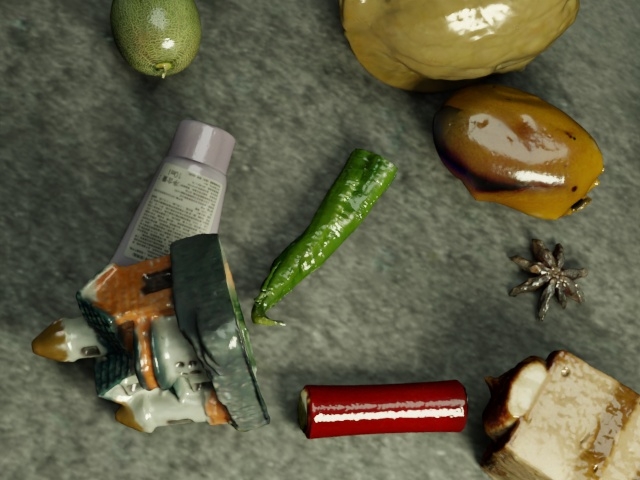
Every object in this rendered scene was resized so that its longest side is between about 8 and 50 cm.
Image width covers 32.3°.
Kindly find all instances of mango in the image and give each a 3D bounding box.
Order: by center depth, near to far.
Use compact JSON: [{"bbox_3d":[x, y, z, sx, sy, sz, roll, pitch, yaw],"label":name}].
[{"bbox_3d":[0.309,-0.142,1.746,0.287,0.152,0.201,20,79,-1],"label":"mango"}]

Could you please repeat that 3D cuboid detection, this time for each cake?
[{"bbox_3d":[0.345,0.288,1.568,0.293,0.198,0.196,32,71,6],"label":"cake"}]

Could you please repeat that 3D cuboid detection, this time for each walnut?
[{"bbox_3d":[0.218,-0.412,1.748,0.384,0.383,0.383,4,68,-11],"label":"walnut"}]

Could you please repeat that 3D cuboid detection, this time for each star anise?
[{"bbox_3d":[0.360,0.056,1.739,0.141,0.042,0.141,5,67,-11],"label":"star anise"}]

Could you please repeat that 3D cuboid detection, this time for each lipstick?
[{"bbox_3d":[0.090,0.242,1.586,0.241,0.080,0.080,-1,69,-13],"label":"lipstick"}]

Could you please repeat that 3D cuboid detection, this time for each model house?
[{"bbox_3d":[-0.234,0.152,1.470,0.301,0.271,0.190,-10,56,1],"label":"model house"}]

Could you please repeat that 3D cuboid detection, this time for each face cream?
[{"bbox_3d":[-0.207,-0.038,1.633,0.154,0.096,0.273,19,79,-7],"label":"face cream"}]

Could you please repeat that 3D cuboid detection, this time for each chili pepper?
[{"bbox_3d":[0.000,0.000,1.663,0.085,0.076,0.359,24,60,19],"label":"chili pepper"}]

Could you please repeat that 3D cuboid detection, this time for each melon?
[{"bbox_3d":[-0.253,-0.330,1.701,0.139,0.139,0.192,-8,67,-15],"label":"melon"}]
